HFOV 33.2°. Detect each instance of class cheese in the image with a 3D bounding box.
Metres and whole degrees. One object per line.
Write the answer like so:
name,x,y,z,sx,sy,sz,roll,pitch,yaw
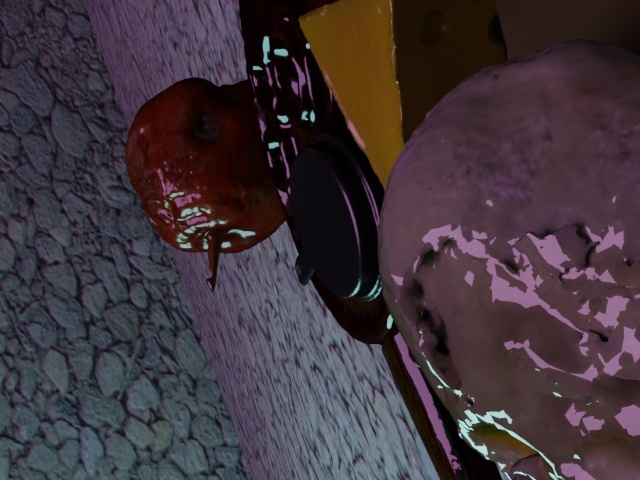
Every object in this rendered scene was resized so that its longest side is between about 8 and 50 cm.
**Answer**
cheese,0.074,-0.094,0.726,0.126,0.093,0.171,3,114,62

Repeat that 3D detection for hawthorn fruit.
hawthorn fruit,-0.116,-0.059,1.205,0.207,0.207,0.243,105,164,-64

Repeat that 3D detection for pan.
pan,0.000,0.000,0.887,0.235,0.028,0.136,126,125,-68

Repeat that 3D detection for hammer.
hammer,0.137,0.246,0.830,0.409,0.095,0.242,65,165,3

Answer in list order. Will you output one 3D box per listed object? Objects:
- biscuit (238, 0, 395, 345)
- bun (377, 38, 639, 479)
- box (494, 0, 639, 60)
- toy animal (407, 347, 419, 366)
biscuit,0.015,-0.096,0.963,0.407,0.091,0.408,162,90,-76
bun,0.122,0.046,0.399,0.239,0.141,0.239,42,171,8
box,0.138,-0.140,0.459,0.144,0.090,0.201,177,76,-75
toy animal,0.124,0.108,0.716,0.121,0.117,0.210,-95,-6,-56
